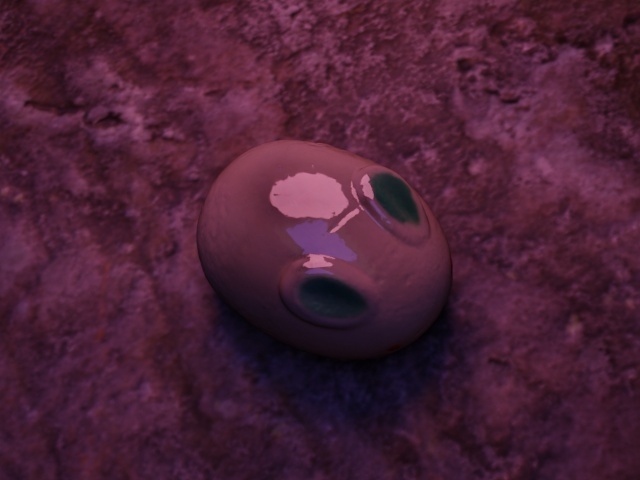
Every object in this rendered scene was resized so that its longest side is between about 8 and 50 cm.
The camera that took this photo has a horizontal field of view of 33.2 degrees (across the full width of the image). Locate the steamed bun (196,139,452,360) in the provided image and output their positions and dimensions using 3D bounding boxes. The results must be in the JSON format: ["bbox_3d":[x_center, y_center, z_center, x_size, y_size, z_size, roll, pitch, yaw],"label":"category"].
[{"bbox_3d":[0.000,0.000,0.896,0.228,0.131,0.177,32,74,23],"label":"steamed bun"}]
